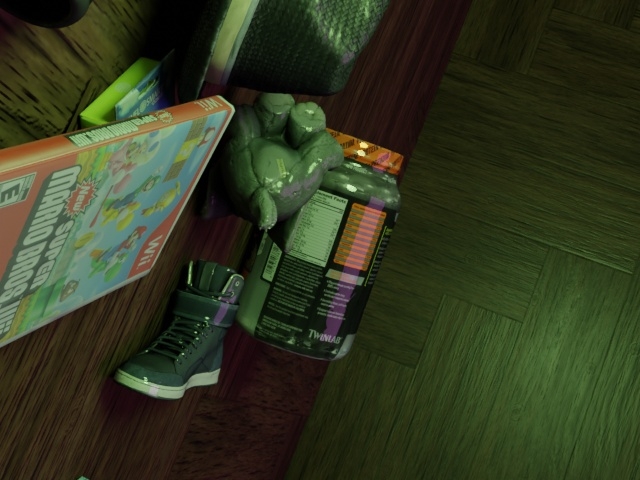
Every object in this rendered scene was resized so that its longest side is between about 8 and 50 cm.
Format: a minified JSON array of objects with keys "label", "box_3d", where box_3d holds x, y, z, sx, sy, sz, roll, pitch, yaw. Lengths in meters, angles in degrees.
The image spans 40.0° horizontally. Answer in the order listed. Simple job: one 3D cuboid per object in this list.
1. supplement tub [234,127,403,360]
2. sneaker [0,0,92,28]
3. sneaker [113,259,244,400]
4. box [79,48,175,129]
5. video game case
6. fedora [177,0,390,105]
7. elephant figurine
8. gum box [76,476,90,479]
[{"label":"supplement tub","box_3d":[0.000,0.000,1.386,0.207,0.207,0.338,-4,114,-78]},{"label":"sneaker","box_3d":[-0.158,-0.238,0.492,0.296,0.104,0.147,98,11,-62]},{"label":"sneaker","box_3d":[-0.169,0.104,1.082,0.226,0.086,0.163,1,107,-76]},{"label":"box","box_3d":[-0.176,-0.086,0.829,0.178,0.042,0.109,97,16,-44]},{"label":"video game case","box_3d":[-0.192,-0.008,0.690,0.204,0.025,0.285,-57,167,30]},{"label":"fedora","box_3d":[-0.012,-0.245,0.846,0.334,0.152,0.334,-157,-90,-82]},{"label":"elephant figurine","box_3d":[-0.071,-0.065,1.126,0.186,0.169,0.239,-29,164,-29]},{"label":"gum box","box_3d":[-0.314,0.372,0.975,0.184,0.041,0.157,-25,134,-73]}]
